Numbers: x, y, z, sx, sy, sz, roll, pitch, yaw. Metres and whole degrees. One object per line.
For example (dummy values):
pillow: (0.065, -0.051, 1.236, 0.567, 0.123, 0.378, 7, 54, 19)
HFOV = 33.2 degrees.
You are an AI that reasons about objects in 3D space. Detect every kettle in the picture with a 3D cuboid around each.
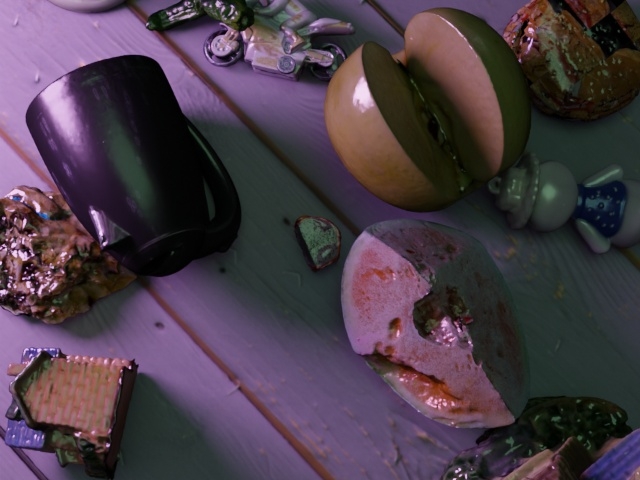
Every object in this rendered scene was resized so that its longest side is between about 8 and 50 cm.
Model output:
kettle: (-0.236, -0.091, 1.515, 0.268, 0.207, 0.290, -14, 70, -47)

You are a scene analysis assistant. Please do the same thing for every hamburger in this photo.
hamburger: (0.396, -0.292, 1.661, 0.231, 0.107, 0.230, 2, 79, -11)

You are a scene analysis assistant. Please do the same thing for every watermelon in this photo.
watermelon: (0.162, 0.118, 1.533, 0.175, 0.188, 0.321, -29, 85, 35)

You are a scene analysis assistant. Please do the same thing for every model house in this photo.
model house: (-0.346, 0.220, 1.431, 0.172, 0.183, 0.166, 12, 74, -4)
model house: (0.337, 0.340, 1.417, 0.321, 0.266, 0.261, -34, 85, -12)

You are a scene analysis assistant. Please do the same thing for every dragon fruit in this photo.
dragon fruit: (0.000, 0.000, 1.579, 0.060, 0.056, 0.083, -25, 83, -8)

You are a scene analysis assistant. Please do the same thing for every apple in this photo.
apple: (0.155, -0.179, 1.518, 0.292, 0.292, 0.254, -28, 86, -11)

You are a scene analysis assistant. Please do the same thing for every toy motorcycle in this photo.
toy motorcycle: (-0.062, -0.319, 1.645, 0.229, 0.074, 0.151, 8, 81, 7)

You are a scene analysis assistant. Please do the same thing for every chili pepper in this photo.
chili pepper: (-0.179, -0.348, 1.623, 0.182, 0.050, 0.073, 1, 65, 31)

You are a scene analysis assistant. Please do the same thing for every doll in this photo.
doll: (0.387, -0.055, 1.600, 0.293, 0.119, 0.138, 10, 92, -7)

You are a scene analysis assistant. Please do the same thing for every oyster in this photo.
oyster: (-0.384, 0.008, 1.537, 0.223, 0.083, 0.214, -24, 82, -16)

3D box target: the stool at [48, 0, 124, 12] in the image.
stool: (-0.358, -0.469, 1.595, 0.195, 0.198, 0.195, 37, 74, 6)
